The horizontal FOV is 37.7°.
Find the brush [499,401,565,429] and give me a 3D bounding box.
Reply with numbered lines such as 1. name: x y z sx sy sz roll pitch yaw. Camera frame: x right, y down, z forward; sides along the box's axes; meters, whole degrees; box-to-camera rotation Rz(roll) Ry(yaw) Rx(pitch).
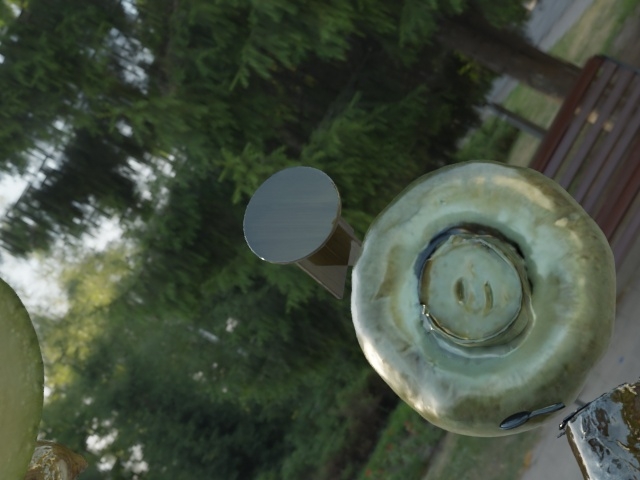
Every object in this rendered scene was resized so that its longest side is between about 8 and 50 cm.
1. brush: 0.233 0.193 1.036 0.083 0.008 0.024 -26 19 33

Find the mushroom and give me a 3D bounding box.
1. mushroom: 0.202 0.071 1.194 0.352 0.352 0.260 -62 -22 -1

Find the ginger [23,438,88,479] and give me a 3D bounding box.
1. ginger: -0.300 0.244 0.967 0.096 0.067 0.165 -2 -21 -42

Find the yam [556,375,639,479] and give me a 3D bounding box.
1. yam: 0.349 0.287 0.960 0.131 0.279 0.131 -17 -20 -7

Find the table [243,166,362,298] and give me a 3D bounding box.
1. table: 0.000 0.000 1.555 0.167 0.167 0.227 -62 -33 -9

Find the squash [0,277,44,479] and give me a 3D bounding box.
1. squash: -0.281 0.122 0.589 0.252 0.049 0.252 -17 -69 -50
